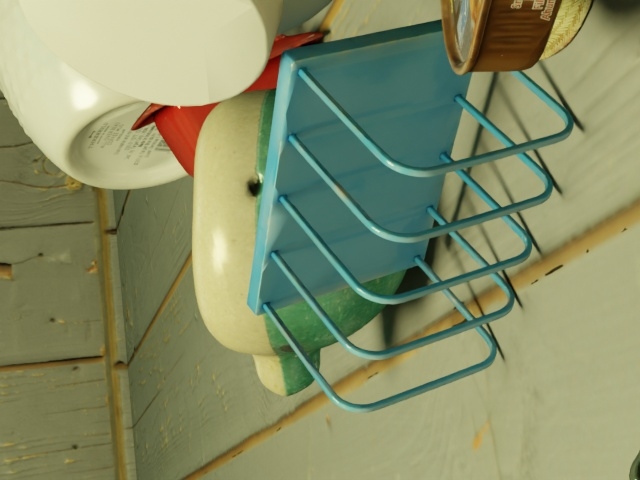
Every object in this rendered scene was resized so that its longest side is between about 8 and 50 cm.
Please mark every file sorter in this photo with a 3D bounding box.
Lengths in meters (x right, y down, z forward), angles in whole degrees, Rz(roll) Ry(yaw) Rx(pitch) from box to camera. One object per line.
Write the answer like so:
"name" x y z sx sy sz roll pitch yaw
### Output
"file sorter" 0.045 -0.011 0.628 0.104 0.118 0.170 49 143 37

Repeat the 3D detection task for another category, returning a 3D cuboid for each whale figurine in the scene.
"whale figurine" 0.000 0.000 0.838 0.272 0.141 0.216 59 -151 -72

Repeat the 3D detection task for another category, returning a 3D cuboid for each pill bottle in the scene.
"pill bottle" -0.050 -0.236 0.646 0.181 0.181 0.323 114 171 -58

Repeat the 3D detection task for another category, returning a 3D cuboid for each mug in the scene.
"mug" -0.172 -0.254 1.165 0.374 0.276 0.328 -35 59 36

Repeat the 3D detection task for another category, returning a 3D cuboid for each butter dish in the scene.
"butter dish" -0.063 -0.093 1.008 0.118 0.160 0.160 64 166 -5

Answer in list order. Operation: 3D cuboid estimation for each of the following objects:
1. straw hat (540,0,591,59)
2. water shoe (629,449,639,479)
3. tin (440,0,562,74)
"straw hat" 0.082 -0.161 0.588 0.144 0.061 0.145 177 90 -73
"water shoe" 0.156 0.128 0.347 0.203 0.080 0.073 -112 24 -48
"tin" 0.076 -0.144 0.470 0.190 0.040 0.106 95 169 -61
